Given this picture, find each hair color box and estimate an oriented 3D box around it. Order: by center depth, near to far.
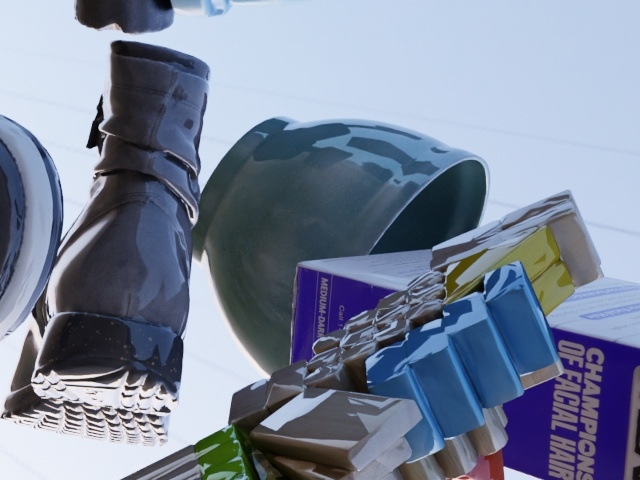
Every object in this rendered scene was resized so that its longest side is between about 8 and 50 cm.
[{"bbox_3d":[0.160,0.084,0.875,0.339,0.185,0.110,10,-79,45],"label":"hair color box"}]

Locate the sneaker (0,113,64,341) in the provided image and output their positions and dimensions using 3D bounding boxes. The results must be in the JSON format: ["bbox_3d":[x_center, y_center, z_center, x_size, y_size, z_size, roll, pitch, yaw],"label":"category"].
[{"bbox_3d":[-0.184,0.003,0.314,0.097,0.235,0.084,-33,121,-88],"label":"sneaker"}]

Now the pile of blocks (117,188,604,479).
[{"bbox_3d":[0.034,0.109,0.617,0.149,0.362,0.112,0,-60,60],"label":"pile of blocks"}]

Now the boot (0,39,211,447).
[{"bbox_3d":[-0.133,0.015,0.871,0.338,0.118,0.222,144,-44,-64],"label":"boot"}]

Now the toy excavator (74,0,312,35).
[{"bbox_3d":[-0.016,-0.365,1.453,0.445,0.433,0.222,8,-66,4],"label":"toy excavator"}]

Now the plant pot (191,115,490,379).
[{"bbox_3d":[0.000,0.000,1.232,0.196,0.293,0.293,33,-52,21],"label":"plant pot"}]
